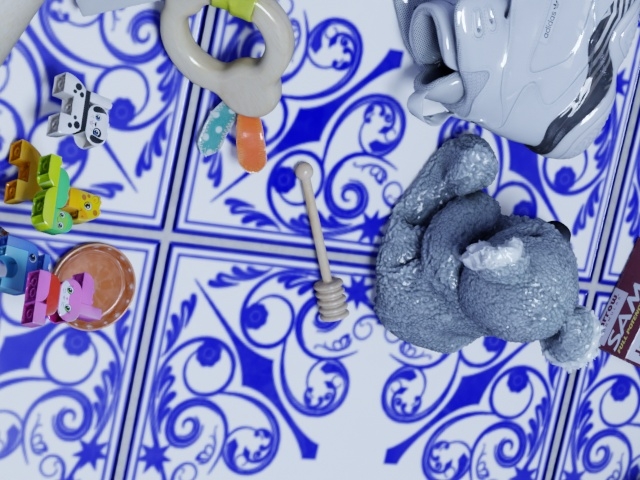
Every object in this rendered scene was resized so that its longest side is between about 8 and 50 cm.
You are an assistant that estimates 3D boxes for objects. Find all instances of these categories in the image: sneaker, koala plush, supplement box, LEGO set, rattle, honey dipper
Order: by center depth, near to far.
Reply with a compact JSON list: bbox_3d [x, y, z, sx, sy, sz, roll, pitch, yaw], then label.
[{"bbox_3d":[-0.225,-0.021,1.699,0.093,0.087,0.227,19,69,-39],"label":"LEGO set"},{"bbox_3d":[-0.071,-0.184,1.777,0.130,0.143,0.200,-12,130,9],"label":"rattle"},{"bbox_3d":[0.201,-0.263,1.832,0.210,0.137,0.366,5,104,-31],"label":"sneaker"},{"bbox_3d":[0.173,0.038,1.852,0.203,0.221,0.196,-47,120,-9],"label":"koala plush"},{"bbox_3d":[0.000,0.000,1.864,0.030,0.030,0.161,-18,108,-22],"label":"honey dipper"},{"bbox_3d":[0.421,0.102,2.084,0.239,0.073,0.130,23,93,-29],"label":"supplement box"}]

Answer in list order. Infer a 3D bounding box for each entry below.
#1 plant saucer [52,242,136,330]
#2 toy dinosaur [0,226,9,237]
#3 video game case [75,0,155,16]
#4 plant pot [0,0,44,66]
[{"bbox_3d":[-0.211,0.042,1.774,0.083,0.013,0.083,-8,108,-26],"label":"plant saucer"},{"bbox_3d":[-0.304,-0.034,1.692,0.082,0.047,0.090,24,81,-48],"label":"toy dinosaur"},{"bbox_3d":[-0.154,-0.313,1.610,0.042,0.210,0.232,-56,131,-51],"label":"video game case"},{"bbox_3d":[-0.365,-0.186,1.483,0.334,0.334,0.305,19,105,-30],"label":"plant pot"}]
